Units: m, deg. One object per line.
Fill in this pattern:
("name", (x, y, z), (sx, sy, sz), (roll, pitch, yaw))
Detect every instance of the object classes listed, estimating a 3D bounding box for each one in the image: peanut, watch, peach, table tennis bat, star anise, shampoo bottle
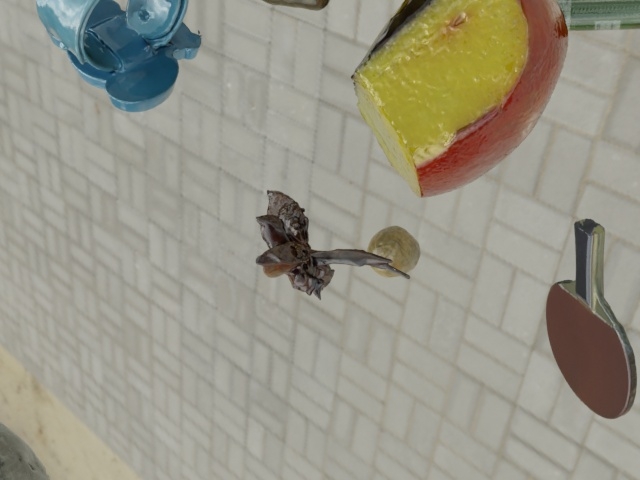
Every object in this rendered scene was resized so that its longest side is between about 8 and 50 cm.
("peanut", (0.118, 0.020, 1.357), (0.089, 0.193, 0.089), (-1, 86, 11))
("watch", (-0.251, -0.295, 1.043), (0.211, 0.211, 0.193), (45, 151, 18))
("peach", (0.204, -0.227, 1.154), (0.242, 0.306, 0.380), (51, 176, 8))
("table tennis bat", (0.187, 0.056, 0.575), (0.095, 0.014, 0.158), (-128, 22, -55))
("star anise", (0.005, 0.006, 0.935), (0.144, 0.158, 0.140), (-27, 109, 17))
("shampoo bottle", (0.435, -0.345, 1.236), (0.204, 0.065, 0.065), (3, 116, 17))

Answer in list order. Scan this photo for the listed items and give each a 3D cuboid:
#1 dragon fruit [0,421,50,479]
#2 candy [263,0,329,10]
("dragon fruit", (-0.441, 0.297, 0.986), (0.283, 0.221, 0.204), (22, 112, 12))
("candy", (-0.025, -0.387, 1.014), (0.104, 0.234, 0.102), (11, 143, -6))
